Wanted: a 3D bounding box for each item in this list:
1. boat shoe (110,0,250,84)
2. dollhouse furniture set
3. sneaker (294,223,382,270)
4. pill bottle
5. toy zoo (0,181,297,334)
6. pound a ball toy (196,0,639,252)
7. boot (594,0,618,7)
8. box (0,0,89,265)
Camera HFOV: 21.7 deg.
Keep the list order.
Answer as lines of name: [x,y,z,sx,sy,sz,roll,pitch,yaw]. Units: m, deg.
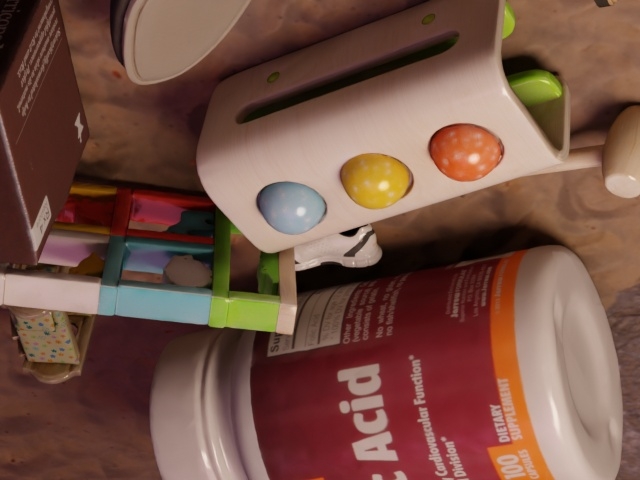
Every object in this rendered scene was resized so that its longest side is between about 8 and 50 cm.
boat shoe: [-0.097,-0.248,1.199,0.112,0.095,0.335,-17,153,-25]
dollhouse furniture set: [-0.309,0.038,1.560,0.161,0.101,0.182,2,140,9]
sneaker: [0.000,0.000,1.510,0.109,0.040,0.044,-5,124,10]
pill bottle: [0.057,0.145,1.520,0.392,0.224,0.224,-12,136,23]
toy zoo: [-0.168,0.007,1.408,0.293,0.192,0.030,6,116,-5]
pound a ball toy: [0.089,-0.064,1.332,0.319,0.136,0.208,-16,134,28]
boot: [0.246,-0.246,1.135,0.137,0.077,0.198,-4,140,8]
box: [-0.314,-0.098,1.333,0.203,0.168,0.167,1,132,9]
